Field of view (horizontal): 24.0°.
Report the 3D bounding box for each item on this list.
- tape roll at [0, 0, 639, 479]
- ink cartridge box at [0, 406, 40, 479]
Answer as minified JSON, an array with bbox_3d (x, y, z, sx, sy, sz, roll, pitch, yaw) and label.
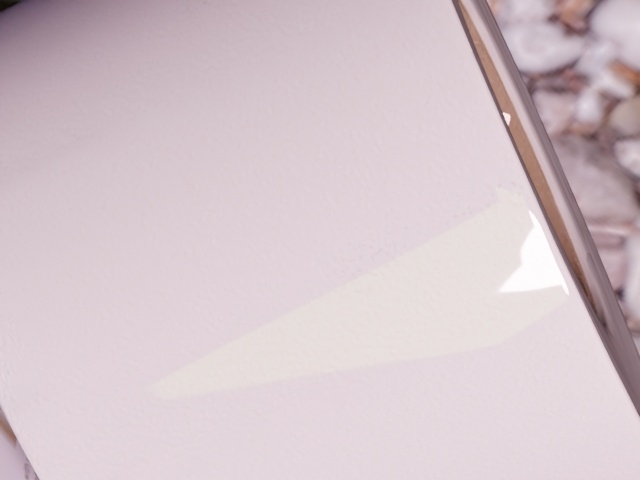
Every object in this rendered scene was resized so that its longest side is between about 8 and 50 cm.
[{"bbox_3d":[0.000,0.000,0.533,0.169,0.246,0.246,-23,119,12],"label":"tape roll"},{"bbox_3d":[-0.232,-0.050,0.477,0.151,0.270,0.395,-27,119,11],"label":"ink cartridge box"}]
